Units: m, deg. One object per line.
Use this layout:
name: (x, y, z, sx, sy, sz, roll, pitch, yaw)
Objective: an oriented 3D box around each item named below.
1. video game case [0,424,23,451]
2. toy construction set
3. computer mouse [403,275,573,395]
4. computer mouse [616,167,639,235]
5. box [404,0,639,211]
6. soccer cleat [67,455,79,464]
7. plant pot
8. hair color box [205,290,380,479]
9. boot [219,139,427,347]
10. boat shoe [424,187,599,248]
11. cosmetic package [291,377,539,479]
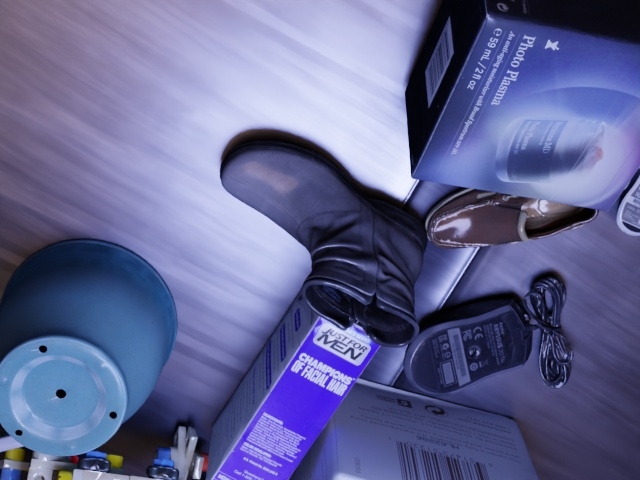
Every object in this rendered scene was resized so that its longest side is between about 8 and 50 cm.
video game case: (-0.517, 0.295, 1.639, 0.212, 0.193, 0.023, -14, 96, 3)
toy construction set: (-0.314, 0.363, 1.630, 0.327, 0.215, 0.151, -3, 75, -22)
computer mouse: (0.250, 0.161, 1.689, 0.272, 0.072, 0.188, -12, 108, -11)
computer mouse: (0.492, -0.100, 1.615, 0.106, 0.042, 0.193, 24, 102, -15)
box: (0.295, -0.211, 1.419, 0.294, 0.183, 0.296, 8, 141, -11)
soccer cleat: (-0.373, 0.431, 1.756, 0.095, 0.083, 0.248, -27, 106, 3)
plant pot: (-0.354, 0.167, 1.566, 0.271, 0.255, 0.272, 0, 110, -1)
hair color box: (-0.042, 0.220, 1.633, 0.110, 0.185, 0.339, 28, 107, -12)
boot: (0.000, 0.000, 1.521, 0.338, 0.223, 0.118, 23, 128, -6)
boat shoe: (0.282, -0.038, 1.599, 0.257, 0.095, 0.095, -15, 110, 3)
cosmetic package: (0.112, 0.472, 1.655, 0.329, 0.327, 0.394, 16, 108, -7)
